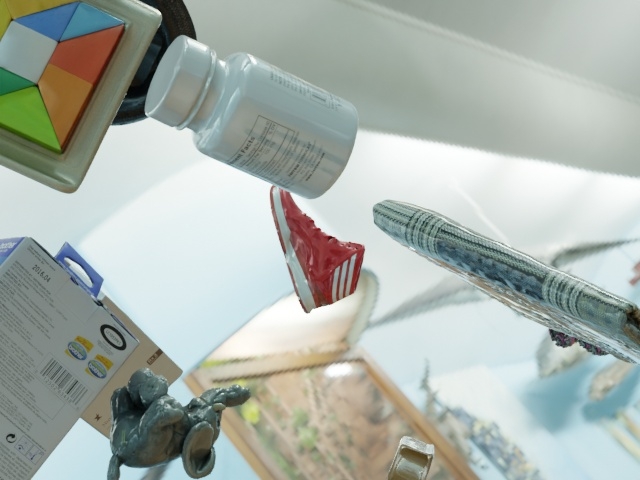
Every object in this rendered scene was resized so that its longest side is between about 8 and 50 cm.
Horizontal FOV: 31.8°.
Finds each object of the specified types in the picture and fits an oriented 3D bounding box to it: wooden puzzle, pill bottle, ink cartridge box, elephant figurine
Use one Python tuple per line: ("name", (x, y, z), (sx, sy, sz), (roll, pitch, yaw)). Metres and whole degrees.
("wooden puzzle", (-0.306, -0.193, 1.157), (0.238, 0.221, 0.044), (-68, 8, -20))
("pill bottle", (-0.082, -0.147, 1.323), (0.229, 0.131, 0.131), (23, -61, -23))
("ink cartridge box", (-0.482, 0.178, 1.789), (0.270, 0.151, 0.395), (49, -116, -25))
("elephant figurine", (-0.236, 0.328, 1.921), (0.186, 0.169, 0.239), (-40, -44, 16))

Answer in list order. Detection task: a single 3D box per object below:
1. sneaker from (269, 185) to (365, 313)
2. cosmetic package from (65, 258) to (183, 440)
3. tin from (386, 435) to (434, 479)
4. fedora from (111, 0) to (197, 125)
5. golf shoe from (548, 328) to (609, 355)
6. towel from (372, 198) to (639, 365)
("sneaker", (0.000, 0.000, 1.800), (0.128, 0.221, 0.087), (-17, -13, -2))
("cosmetic package", (-0.455, 0.223, 2.214), (0.217, 0.156, 0.385), (-48, -30, -9))
("tin", (0.073, 0.241, 1.056), (0.189, 0.040, 0.106), (48, -120, -82))
("fedora", (-0.345, -0.346, 1.737), (0.334, 0.334, 0.152), (-57, 16, 29))
("golf shoe", (0.440, 0.137, 1.794), (0.086, 0.067, 0.186), (-19, 8, -16))
("towel", (0.251, 0.060, 1.146), (0.324, 0.312, 0.056), (30, -94, -47))
